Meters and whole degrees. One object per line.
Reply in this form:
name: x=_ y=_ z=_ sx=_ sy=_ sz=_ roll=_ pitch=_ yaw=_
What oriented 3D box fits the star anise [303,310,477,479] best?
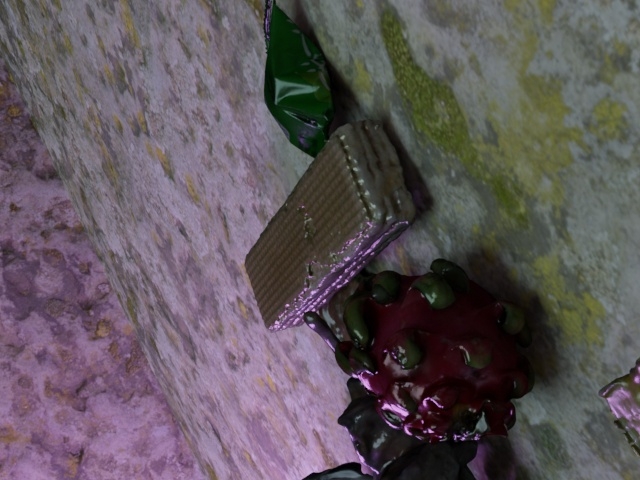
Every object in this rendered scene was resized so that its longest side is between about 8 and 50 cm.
star anise: x=0.121 y=0.267 z=1.137 sx=0.359 sy=0.139 sz=0.316 roll=53 pitch=-179 yaw=-32

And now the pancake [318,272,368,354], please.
pancake: x=0.059 y=0.128 z=1.314 sx=0.236 sy=0.042 sz=0.222 roll=48 pitch=148 yaw=33

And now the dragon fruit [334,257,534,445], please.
dragon fruit: x=0.116 y=0.126 z=1.032 sx=0.273 sy=0.219 sz=0.198 roll=154 pitch=129 yaw=-70

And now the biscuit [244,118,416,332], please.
biscuit: x=0.000 y=0.000 z=1.228 sx=0.144 sy=0.079 sz=0.426 roll=70 pitch=154 yaw=17

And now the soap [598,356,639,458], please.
soap: x=0.369 y=0.194 z=0.688 sx=0.315 sy=0.091 sz=0.199 roll=55 pitch=154 yaw=21

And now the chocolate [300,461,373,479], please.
chocolate: x=0.056 y=0.538 z=1.460 sx=0.303 sy=0.303 sz=0.213 roll=35 pitch=167 yaw=50

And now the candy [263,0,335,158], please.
candy: x=-0.034 y=-0.198 z=1.177 sx=0.203 sy=0.078 sz=0.141 roll=65 pitch=156 yaw=17
